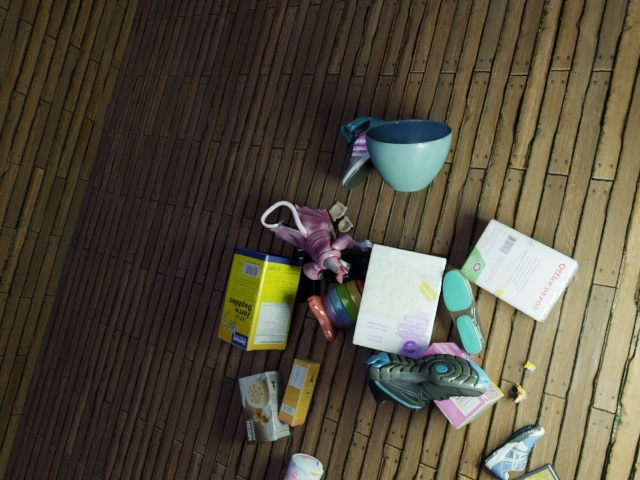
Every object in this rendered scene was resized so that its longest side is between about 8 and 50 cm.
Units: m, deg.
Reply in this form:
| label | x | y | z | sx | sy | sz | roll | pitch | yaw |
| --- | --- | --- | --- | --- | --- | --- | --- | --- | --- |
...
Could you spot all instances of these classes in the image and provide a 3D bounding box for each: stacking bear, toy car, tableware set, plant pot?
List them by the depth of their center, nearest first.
| label | x | y | z | sx | sy | sz | roll | pitch | yaw |
| --- | --- | --- | --- | --- | --- | --- | --- | --- | --- |
| toy car | 0.613 | 0.429 | 1.488 | 0.040 | 0.060 | 0.122 | 26 | 102 | 0 |
| plant pot | 0.301 | -0.284 | 1.721 | 0.290 | 0.290 | 0.196 | 15 | 123 | 32 |
| stacking bear | 0.128 | 0.208 | 1.763 | 0.288 | 0.164 | 0.176 | -30 | 83 | 10 |
| tableware set | 0.047 | -0.063 | 1.932 | 0.168 | 0.020 | 0.141 | -39 | 56 | 12 |

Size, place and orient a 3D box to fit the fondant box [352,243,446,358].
| label | x | y | z | sx | sy | sz | roll | pitch | yaw |
| --- | --- | --- | --- | --- | --- | --- | --- | --- | --- |
| fondant box | 0.257 | 0.197 | 1.621 | 0.238 | 0.096 | 0.331 | 12 | 89 | 12 |

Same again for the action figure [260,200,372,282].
| label | x | y | z | sx | sy | sz | roll | pitch | yaw |
| --- | --- | --- | --- | --- | --- | --- | --- | --- | --- |
| action figure | 0.000 | 0.000 | 1.780 | 0.248 | 0.275 | 0.370 | -44 | 44 | 5 |

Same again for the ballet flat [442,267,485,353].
| label | x | y | z | sx | sy | sz | roll | pitch | yaw |
| --- | --- | --- | --- | --- | --- | --- | --- | --- | --- |
| ballet flat | 0.452 | 0.218 | 1.574 | 0.095 | 0.096 | 0.281 | -13 | 92 | 30 |

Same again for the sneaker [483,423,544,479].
| label | x | y | z | sx | sy | sz | roll | pitch | yaw |
| --- | --- | --- | --- | --- | --- | --- | --- | --- | --- |
| sneaker | 0.579 | 0.617 | 1.460 | 0.081 | 0.080 | 0.211 | 49 | 115 | 22 |

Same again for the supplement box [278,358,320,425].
| label | x | y | z | sx | sy | sz | roll | pitch | yaw |
| --- | --- | --- | --- | --- | --- | --- | --- | --- | --- |
| supplement box | -0.079 | 0.561 | 1.855 | 0.080 | 0.078 | 0.234 | 17 | 88 | 35 |

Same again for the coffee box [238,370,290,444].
| label | x | y | z | sx | sy | sz | roll | pitch | yaw |
| --- | --- | --- | --- | --- | --- | --- | --- | --- | --- |
| coffee box | -0.215 | 0.638 | 1.906 | 0.141 | 0.098 | 0.247 | -19 | 70 | 26 |

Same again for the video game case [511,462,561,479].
| label | x | y | z | sx | sy | sz | roll | pitch | yaw |
| --- | --- | --- | --- | --- | --- | --- | --- | --- | --- |
| video game case | 0.619 | 0.818 | 1.411 | 0.248 | 0.035 | 0.275 | -37 | 63 | 20 |

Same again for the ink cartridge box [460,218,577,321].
| label | x | y | z | sx | sy | sz | roll | pitch | yaw |
| --- | --- | --- | --- | --- | --- | --- | --- | --- | --- |
| ink cartridge box | 0.604 | 0.092 | 1.525 | 0.278 | 0.117 | 0.202 | 34 | 97 | 32 |

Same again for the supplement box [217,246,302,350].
| label | x | y | z | sx | sy | sz | roll | pitch | yaw |
| --- | --- | --- | --- | --- | --- | --- | --- | --- | --- |
| supplement box | -0.232 | 0.224 | 1.922 | 0.195 | 0.194 | 0.357 | 11 | 88 | 43 |

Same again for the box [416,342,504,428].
| label | x | y | z | sx | sy | sz | roll | pitch | yaw |
| --- | --- | --- | --- | --- | --- | --- | --- | --- | --- |
| box | 0.410 | 0.425 | 1.495 | 0.117 | 0.243 | 0.214 | -48 | 60 | 14 |

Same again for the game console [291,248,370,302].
| label | x | y | z | sx | sy | sz | roll | pitch | yaw |
| --- | --- | --- | --- | --- | --- | --- | --- | --- | --- |
| game console | 0.029 | 0.126 | 1.904 | 0.361 | 0.044 | 0.213 | -6 | 76 | 31 |

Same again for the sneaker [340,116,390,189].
| label | x | y | z | sx | sy | sz | roll | pitch | yaw |
| --- | --- | --- | --- | --- | --- | --- | --- | --- | --- |
| sneaker | 0.134 | -0.353 | 1.894 | 0.178 | 0.124 | 0.296 | 39 | 92 | 26 |

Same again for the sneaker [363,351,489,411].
| label | x | y | z | sx | sy | sz | roll | pitch | yaw |
| --- | --- | --- | --- | --- | --- | --- | --- | --- | --- |
| sneaker | 0.293 | 0.396 | 1.381 | 0.340 | 0.125 | 0.140 | 0 | 107 | 28 |

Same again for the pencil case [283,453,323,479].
| label | x | y | z | sx | sy | sz | roll | pitch | yaw |
| --- | --- | --- | --- | --- | --- | --- | --- | --- | --- |
| pencil case | -0.086 | 0.903 | 1.765 | 0.124 | 0.113 | 0.273 | 18 | 89 | 23 |
